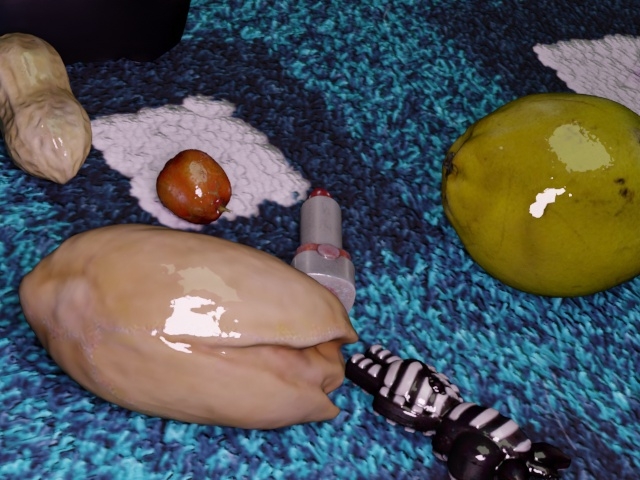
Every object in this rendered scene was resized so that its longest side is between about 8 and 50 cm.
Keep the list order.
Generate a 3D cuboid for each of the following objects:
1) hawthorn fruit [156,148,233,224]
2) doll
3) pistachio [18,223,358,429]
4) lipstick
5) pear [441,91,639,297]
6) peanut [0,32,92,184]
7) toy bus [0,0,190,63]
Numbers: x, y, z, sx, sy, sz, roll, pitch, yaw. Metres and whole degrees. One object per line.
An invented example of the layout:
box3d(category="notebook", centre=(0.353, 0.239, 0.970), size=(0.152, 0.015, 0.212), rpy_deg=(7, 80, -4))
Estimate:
box3d(category="hawthorn fruit", centre=(-0.124, -0.052, 1.633), size=(0.077, 0.077, 0.077), rpy_deg=(12, 37, -9))
box3d(category="doll", centre=(0.117, 0.164, 1.461), size=(0.219, 0.067, 0.091), rpy_deg=(31, 28, 26))
box3d(category="pistachio", centre=(-0.113, 0.072, 1.404), size=(0.293, 0.162, 0.181), rpy_deg=(11, 7, -7))
box3d(category="lipstick", centre=(0.000, -0.001, 1.632), size=(0.063, 0.057, 0.186), rpy_deg=(11, 34, -9))
box3d(category="pear", centre=(0.250, -0.045, 1.665), size=(0.269, 0.212, 0.212), rpy_deg=(12, 37, -15))
box3d(category="peanut", centre=(-0.284, -0.136, 1.647), size=(0.090, 0.098, 0.214), rpy_deg=(-6, 45, -28))
box3d(category="toy bus", centre=(-0.287, -0.268, 1.794), size=(0.303, 0.127, 0.147), rpy_deg=(-8, 39, -29))
